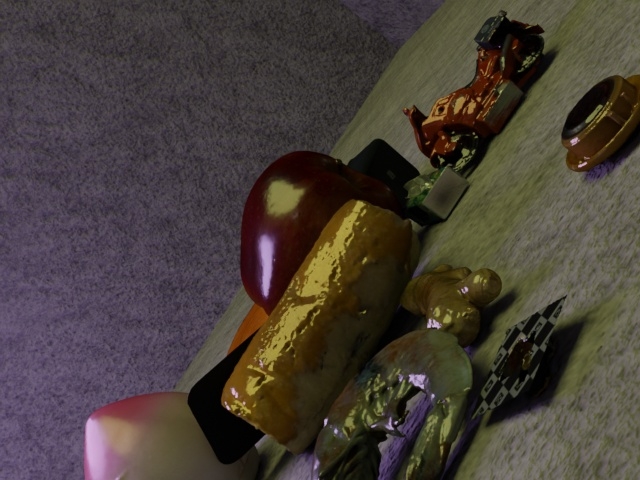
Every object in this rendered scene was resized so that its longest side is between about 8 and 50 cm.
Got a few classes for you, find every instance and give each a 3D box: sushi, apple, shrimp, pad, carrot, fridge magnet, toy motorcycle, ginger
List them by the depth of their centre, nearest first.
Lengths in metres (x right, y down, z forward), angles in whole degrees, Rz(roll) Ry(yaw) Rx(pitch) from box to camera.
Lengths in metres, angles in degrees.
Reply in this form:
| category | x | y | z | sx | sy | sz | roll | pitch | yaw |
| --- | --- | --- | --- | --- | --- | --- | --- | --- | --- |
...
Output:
| category | x | y | z | sx | sy | sz | roll | pitch | yaw |
| --- | --- | --- | --- | --- | --- | --- | --- | --- | --- |
| sushi | 0.209 | 0.126 | 1.057 | 0.120 | 0.026 | 0.126 | -61 | 7 | -29 |
| shrimp | 0.070 | 0.239 | 1.154 | 0.247 | 0.085 | 0.360 | -32 | 26 | 45 |
| fridge magnet | 0.348 | -0.147 | 1.284 | 0.143 | 0.063 | 0.143 | -52 | 11 | 15 |
| ginger | 0.159 | 0.081 | 1.375 | 0.118 | 0.065 | 0.299 | -49 | 8 | -4 |
| pad | -0.088 | 0.224 | 1.677 | 0.267 | 0.181 | 0.004 | -39 | 37 | -25 |
| apple | 0.000 | 0.000 | 1.846 | 0.288 | 0.288 | 0.316 | -80 | 9 | -73 |
| toy motorcycle | 0.283 | -0.266 | 1.935 | 0.325 | 0.148 | 0.221 | -56 | 30 | -5 |
| carrot | -0.114 | 0.226 | 2.249 | 0.258 | 0.100 | 0.307 | -36 | 26 | 58 |

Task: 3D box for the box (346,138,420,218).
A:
| category | x | y | z | sx | sy | sz | roll | pitch | yaw |
| --- | --- | --- | --- | --- | --- | --- | --- | --- | --- |
| box | 0.120 | -0.107 | 2.113 | 0.090 | 0.144 | 0.201 | -43 | 11 | 33 |

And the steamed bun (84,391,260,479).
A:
| category | x | y | z | sx | sy | sz | roll | pitch | yaw |
| --- | --- | --- | --- | --- | --- | --- | --- | --- | --- |
| steamed bun | -0.276 | 0.383 | 1.765 | 0.309 | 0.309 | 0.309 | -52 | 8 | 11 |

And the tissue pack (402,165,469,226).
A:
| category | x | y | z | sx | sy | sz | roll | pitch | yaw |
| --- | --- | --- | --- | --- | --- | --- | --- | --- | --- |
| tissue pack | 0.191 | -0.082 | 1.827 | 0.085 | 0.079 | 0.111 | -56 | 9 | -13 |

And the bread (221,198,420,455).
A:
| category | x | y | z | sx | sy | sz | roll | pitch | yaw |
| --- | --- | --- | --- | --- | --- | --- | --- | --- | --- |
| bread | 0.010 | 0.129 | 1.569 | 0.375 | 0.165 | 0.236 | -57 | -6 | -12 |
